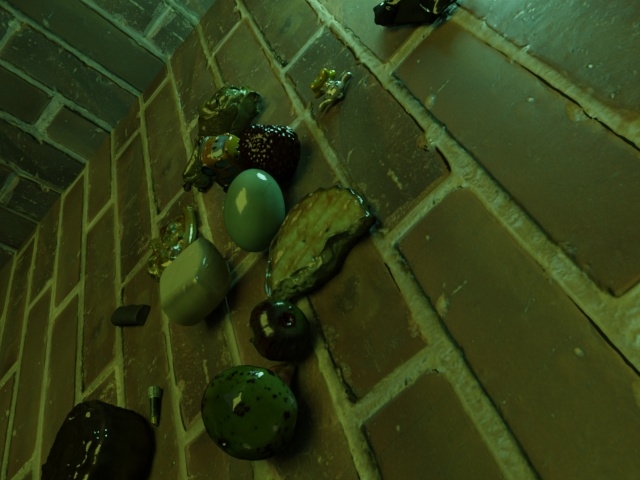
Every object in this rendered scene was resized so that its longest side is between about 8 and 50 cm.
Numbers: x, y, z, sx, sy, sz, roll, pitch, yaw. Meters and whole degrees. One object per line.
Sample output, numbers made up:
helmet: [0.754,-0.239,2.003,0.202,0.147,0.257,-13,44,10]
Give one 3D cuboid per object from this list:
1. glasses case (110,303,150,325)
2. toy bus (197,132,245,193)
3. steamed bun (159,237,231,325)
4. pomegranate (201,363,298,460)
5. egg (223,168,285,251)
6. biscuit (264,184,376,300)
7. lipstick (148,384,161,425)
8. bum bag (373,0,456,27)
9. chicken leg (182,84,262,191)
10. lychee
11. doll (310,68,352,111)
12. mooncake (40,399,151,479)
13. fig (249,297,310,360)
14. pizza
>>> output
glasses case: [-0.658,0.257,2.062,0.191,0.042,0.072,-10,49,45]
toy bus: [-0.266,-0.237,1.840,0.136,0.209,0.126,-10,54,33]
steamed bun: [-0.347,0.121,1.705,0.200,0.155,0.250,-41,33,16]
pomegranate: [-0.133,0.345,1.286,0.214,0.214,0.248,-20,17,40]
egg: [-0.180,-0.083,1.638,0.168,0.168,0.230,-6,82,47]
biscuit: [0.000,0.000,1.466,0.335,0.078,0.329,-12,53,44]
lipstick: [-0.472,0.471,1.694,0.037,0.037,0.116,-35,46,27]
bum bag: [0.255,-0.654,1.645,0.326,0.080,0.142,14,72,53]
chicken leg: [-0.368,-0.356,2.098,0.429,0.201,0.153,-63,8,2]
lychee: [-0.145,-0.248,1.735,0.188,0.188,0.188,-29,45,33]
doll: [0.027,-0.444,1.778,0.113,0.071,0.135,16,83,34]
mooncake: [-0.623,0.606,1.641,0.324,0.187,0.323,-32,42,34]
fig: [-0.122,0.228,1.411,0.245,0.149,0.149,135,148,-54]
pizza: [-0.515,0.029,2.029,0.223,0.089,0.323,-27,46,31]
